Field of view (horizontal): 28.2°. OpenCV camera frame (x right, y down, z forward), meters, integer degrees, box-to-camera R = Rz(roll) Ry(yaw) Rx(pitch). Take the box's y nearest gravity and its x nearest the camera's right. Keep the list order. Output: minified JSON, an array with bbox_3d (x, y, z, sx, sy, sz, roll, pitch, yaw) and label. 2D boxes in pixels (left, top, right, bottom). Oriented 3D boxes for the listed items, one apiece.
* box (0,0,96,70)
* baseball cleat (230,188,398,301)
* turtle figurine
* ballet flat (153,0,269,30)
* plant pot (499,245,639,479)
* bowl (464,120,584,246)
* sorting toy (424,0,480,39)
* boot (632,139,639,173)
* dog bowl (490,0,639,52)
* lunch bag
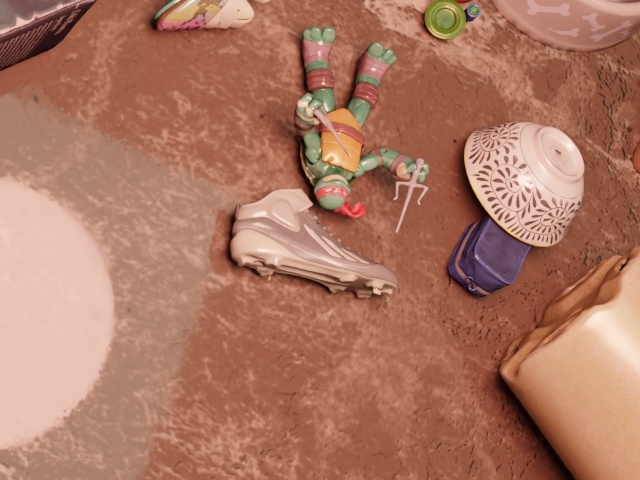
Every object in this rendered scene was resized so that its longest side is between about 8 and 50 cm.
[{"bbox_3d":[-0.437,-0.294,1.183,0.312,0.179,0.343,-30,95,-27],"label":"box"},{"bbox_3d":[0.000,0.000,1.416,0.206,0.072,0.109,15,68,-28],"label":"baseball cleat"},{"bbox_3d":[0.026,-0.119,1.425,0.175,0.118,0.234,24,55,-37],"label":"turtle figurine"},{"bbox_3d":[-0.091,-0.288,1.420,0.079,0.077,0.221,48,60,-16],"label":"ballet flat"},{"bbox_3d":[0.386,0.186,1.464,0.305,0.334,0.334,48,64,0],"label":"plant pot"},{"bbox_3d":[0.261,-0.085,1.523,0.170,0.080,0.170,23,47,-27],"label":"bowl"},{"bbox_3d":[0.165,-0.288,1.571,0.061,0.042,0.102,27,82,-4],"label":"sorting toy"},{"bbox_3d":[0.491,-0.176,1.648,0.073,0.152,0.197,25,71,-21],"label":"boot"},{"bbox_3d":[0.345,-0.424,1.647,0.349,0.102,0.349,5,79,-25],"label":"dog bowl"},{"bbox_3d":[0.198,0.020,1.515,0.067,0.065,0.098,40,56,-11],"label":"lunch bag"}]
